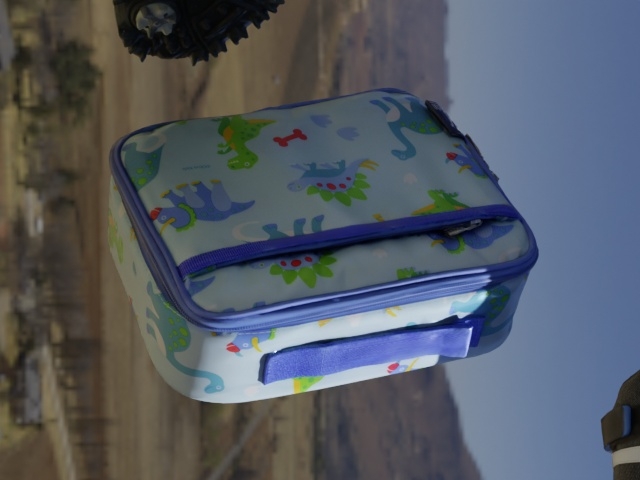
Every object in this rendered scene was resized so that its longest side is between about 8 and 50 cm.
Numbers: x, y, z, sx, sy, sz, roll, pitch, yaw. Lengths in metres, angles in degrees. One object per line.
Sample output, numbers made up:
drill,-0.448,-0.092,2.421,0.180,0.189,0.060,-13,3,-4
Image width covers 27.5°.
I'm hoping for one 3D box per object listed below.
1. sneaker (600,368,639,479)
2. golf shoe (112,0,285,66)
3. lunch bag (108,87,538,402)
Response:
sneaker,0.268,0.097,0.753,0.079,0.217,0.121,50,27,-61
golf shoe,-0.052,-0.227,0.715,0.120,0.105,0.273,-115,-142,-48
lunch bag,0.000,0.000,0.733,0.176,0.219,0.090,-117,-153,-42
